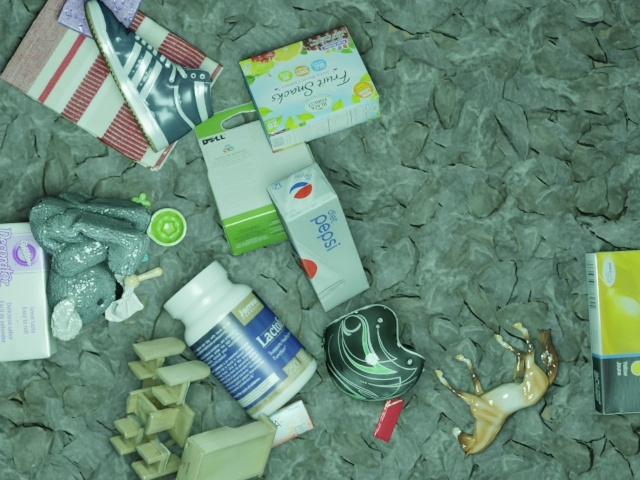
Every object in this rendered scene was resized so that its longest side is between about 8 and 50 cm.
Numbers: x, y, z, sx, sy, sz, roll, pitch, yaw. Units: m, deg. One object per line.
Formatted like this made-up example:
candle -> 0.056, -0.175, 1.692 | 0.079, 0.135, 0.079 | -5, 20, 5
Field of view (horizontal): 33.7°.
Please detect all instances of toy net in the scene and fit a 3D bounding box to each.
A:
toy net -> -0.337, 0.035, 1.894 | 0.122, 0.045, 0.232 | 29, 87, -4

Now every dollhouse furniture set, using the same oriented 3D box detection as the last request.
dollhouse furniture set -> -0.217, 0.308, 1.803 | 0.161, 0.242, 0.212 | -8, 126, -43

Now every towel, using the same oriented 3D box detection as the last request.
towel -> -0.374, -0.304, 1.903 | 0.329, 0.037, 0.237 | 32, 85, -5

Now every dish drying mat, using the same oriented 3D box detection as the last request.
dish drying mat -> 0.126, 0.328, 1.947 | 0.032, 0.008, 0.083 | 22, 87, -5

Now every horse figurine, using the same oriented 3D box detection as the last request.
horse figurine -> 0.336, 0.264, 1.939 | 0.263, 0.066, 0.174 | -30, 86, -2

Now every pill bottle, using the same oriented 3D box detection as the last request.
pill bottle -> -0.143, 0.172, 1.854 | 0.153, 0.153, 0.265 | -42, 93, -4

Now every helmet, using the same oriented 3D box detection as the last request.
helmet -> 0.094, 0.208, 1.871 | 0.169, 0.169, 0.162 | -19, 75, -5

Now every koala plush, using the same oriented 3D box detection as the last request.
koala plush -> -0.407, 0.047, 1.796 | 0.203, 0.196, 0.221 | 12, 110, -11

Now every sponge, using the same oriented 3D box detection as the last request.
sponge -> -0.369, -0.455, 1.876 | 0.117, 0.031, 0.210 | 25, 85, -7

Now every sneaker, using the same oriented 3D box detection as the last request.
sneaker -> -0.288, -0.309, 1.831 | 0.153, 0.099, 0.282 | -28, 109, -6

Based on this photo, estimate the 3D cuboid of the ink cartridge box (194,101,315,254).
ink cartridge box -> -0.108, -0.125, 1.900 | 0.188, 0.097, 0.255 | -18, 56, -5

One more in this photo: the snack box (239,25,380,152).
snack box -> -0.019, -0.269, 1.880 | 0.207, 0.070, 0.175 | -19, 62, -4

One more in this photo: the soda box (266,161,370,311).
soda box -> 0.000, 0.000, 1.808 | 0.098, 0.286, 0.091 | -28, 54, -5

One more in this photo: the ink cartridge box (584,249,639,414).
ink cartridge box -> 0.656, 0.164, 1.967 | 0.307, 0.072, 0.304 | -4, 89, -3

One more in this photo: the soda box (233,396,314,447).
soda box -> -0.105, 0.347, 1.899 | 0.183, 0.063, 0.058 | -24, 89, -5

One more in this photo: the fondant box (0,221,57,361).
fondant box -> -0.637, 0.094, 1.843 | 0.330, 0.096, 0.238 | -4, 89, -6
